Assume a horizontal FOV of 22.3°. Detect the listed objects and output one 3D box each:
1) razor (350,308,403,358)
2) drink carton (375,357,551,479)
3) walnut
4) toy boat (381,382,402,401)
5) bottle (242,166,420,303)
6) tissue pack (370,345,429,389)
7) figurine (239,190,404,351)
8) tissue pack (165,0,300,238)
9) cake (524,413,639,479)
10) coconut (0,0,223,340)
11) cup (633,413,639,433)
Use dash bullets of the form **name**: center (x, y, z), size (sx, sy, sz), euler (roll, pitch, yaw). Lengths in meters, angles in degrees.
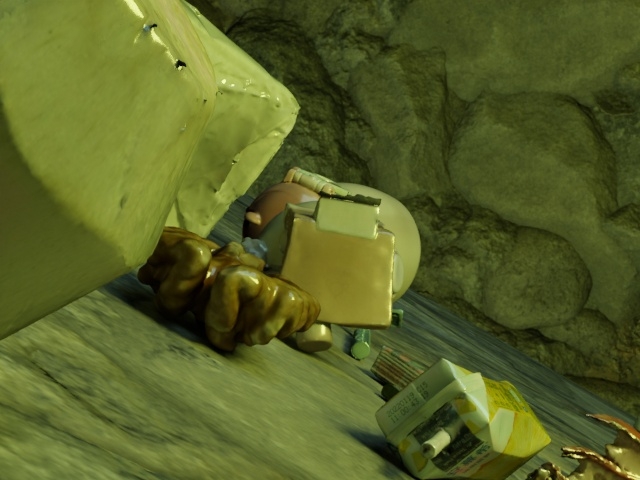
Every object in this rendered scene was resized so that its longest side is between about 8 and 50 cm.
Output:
- **razor**: center (0.042, 0.099, 1.665), size (0.084, 0.036, 0.211), euler (6, 9, 2)
- **drink carton**: center (0.093, 0.131, 1.142), size (0.074, 0.084, 0.200), euler (57, 14, 24)
- **walnut**: center (-0.072, 0.038, 1.197), size (0.143, 0.069, 0.170), euler (29, 2, 6)
- **toy boat**: center (0.108, 0.158, 1.411), size (0.115, 0.016, 0.063), euler (27, 5, -33)
- **bottle**: center (0.000, 0.000, 1.801), size (0.147, 0.148, 0.236), euler (32, 8, 29)
- **tissue pack**: center (0.094, 0.134, 1.491), size (0.083, 0.035, 0.063), euler (31, 3, 43)
- **figurine**: center (0.001, 0.031, 1.495), size (0.162, 0.141, 0.237), euler (7, -3, -11)
- **tissue pack**: center (-0.254, -0.177, 1.511), size (0.380, 0.207, 0.297), euler (33, -2, 39)
- **cake**: center (0.239, 0.206, 1.133), size (0.287, 0.098, 0.135), euler (35, 7, -28)
- **coconut**: center (-0.167, -0.058, 0.641), size (0.241, 0.241, 0.241), euler (30, 3, -2)
- **cup**: center (0.413, 0.235, 1.546), size (0.167, 0.173, 0.299), euler (28, 4, -43)
